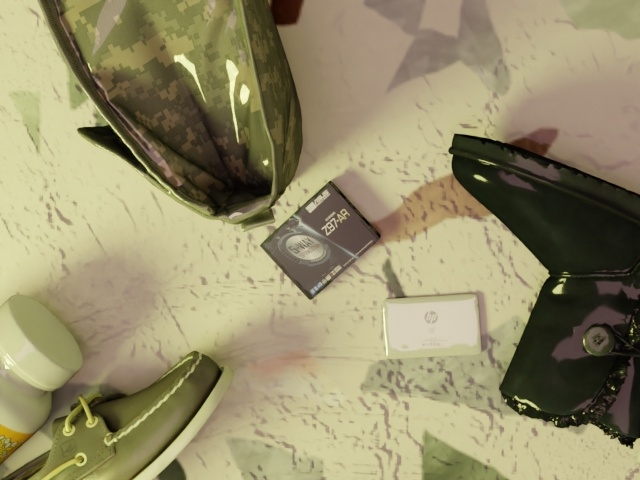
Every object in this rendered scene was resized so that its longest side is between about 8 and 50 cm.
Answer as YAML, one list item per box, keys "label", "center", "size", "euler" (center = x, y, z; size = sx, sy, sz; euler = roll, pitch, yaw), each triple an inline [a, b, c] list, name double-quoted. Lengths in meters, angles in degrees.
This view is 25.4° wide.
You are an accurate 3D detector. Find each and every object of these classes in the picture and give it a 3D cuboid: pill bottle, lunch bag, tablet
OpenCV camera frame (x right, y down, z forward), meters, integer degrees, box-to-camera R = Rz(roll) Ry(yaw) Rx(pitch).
- label: "pill bottle"
  center: [-0.310, 0.146, 1.241]
  size: [0.208, 0.117, 0.117]
  euler: [-41, 92, 11]
- label: "lunch bag"
  center: [-0.110, -0.143, 1.112]
  size: [0.169, 0.235, 0.287]
  euler: [-24, 95, 4]
- label: "tablet"
  center: [0.097, 0.075, 1.237]
  size: [0.083, 0.006, 0.054]
  euler: [-4, 98, 7]

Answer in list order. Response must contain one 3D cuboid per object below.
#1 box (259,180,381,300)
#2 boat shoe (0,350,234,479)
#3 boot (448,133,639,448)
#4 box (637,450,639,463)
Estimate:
- label: "box"
  center: [0.000, 0.000, 1.231]
  size: [0.083, 0.018, 0.067]
  euler: [-41, 92, 11]
- label: "boat shoe"
  center: [-0.205, 0.192, 1.241]
  size: [0.305, 0.109, 0.091]
  euler: [-41, 97, 15]
- label: "boot"
  center: [0.190, 0.043, 1.175]
  size: [0.246, 0.094, 0.207]
  euler: [22, 97, -3]
- label: "box"
  center: [0.364, 0.146, 1.144]
  size: [0.170, 0.091, 0.130]
  euler: [11, 100, -19]
